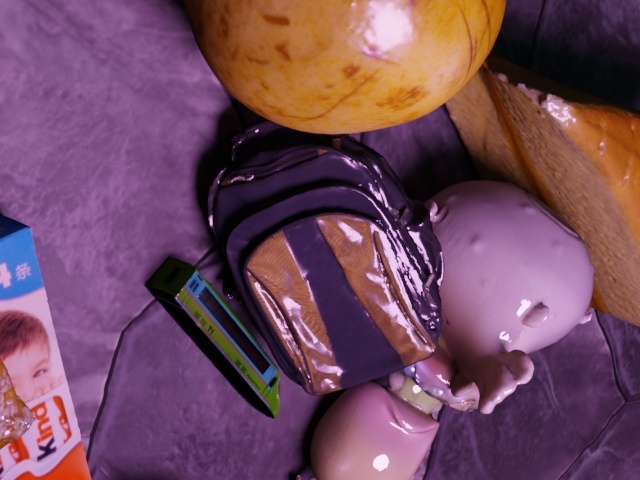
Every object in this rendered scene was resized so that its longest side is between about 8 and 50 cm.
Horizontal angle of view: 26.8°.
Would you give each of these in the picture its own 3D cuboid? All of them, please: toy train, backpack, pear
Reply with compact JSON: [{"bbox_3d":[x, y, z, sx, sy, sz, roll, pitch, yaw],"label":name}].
[{"bbox_3d":[-0.086,0.094,1.267,0.042,0.044,0.209,-53,135,-19],"label":"toy train"},{"bbox_3d":[0.000,0.000,1.235,0.206,0.133,0.258,-23,119,9],"label":"backpack"},{"bbox_3d":[0.020,-0.220,1.100,0.281,0.281,0.280,-18,118,-39],"label":"pear"}]

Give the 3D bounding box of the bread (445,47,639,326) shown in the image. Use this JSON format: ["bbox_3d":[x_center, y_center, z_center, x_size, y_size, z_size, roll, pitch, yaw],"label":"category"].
[{"bbox_3d":[0.248,-0.053,1.415,0.362,0.233,0.244,11,99,-42],"label":"bread"}]

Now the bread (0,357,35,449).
[{"bbox_3d":[-0.336,0.117,0.919,0.234,0.111,0.184,-40,130,-26],"label":"bread"}]

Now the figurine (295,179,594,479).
[{"bbox_3d":[0.118,0.131,1.358,0.227,0.274,0.394,36,99,-17],"label":"figurine"}]

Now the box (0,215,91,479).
[{"bbox_3d":[-0.322,0.150,1.051,0.273,0.048,0.264,-28,122,-34],"label":"box"}]
